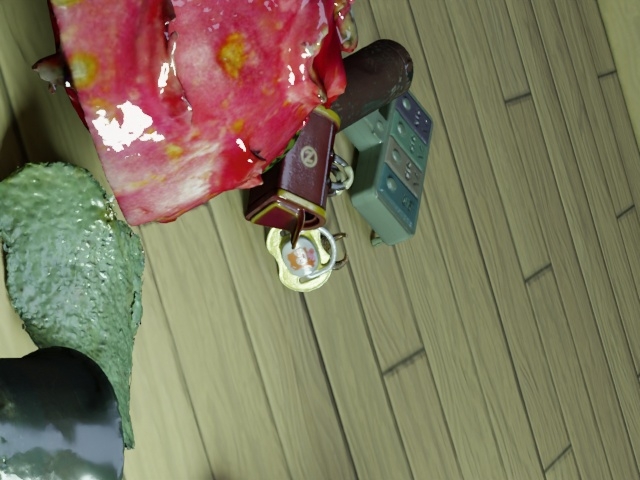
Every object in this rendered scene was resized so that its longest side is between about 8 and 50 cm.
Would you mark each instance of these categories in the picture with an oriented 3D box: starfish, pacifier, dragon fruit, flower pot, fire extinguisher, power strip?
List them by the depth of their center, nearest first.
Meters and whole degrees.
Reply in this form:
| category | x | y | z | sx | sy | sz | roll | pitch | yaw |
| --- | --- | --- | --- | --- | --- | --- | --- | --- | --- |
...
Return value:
| category | x | y | z | sx | sy | sz | roll | pitch | yaw |
| --- | --- | --- | --- | --- | --- | --- | --- | --- | --- |
| flower pot | -0.225 | 0.146 | 1.176 | 0.107 | 0.157 | 0.157 | 12 | 65 | -48 |
| dragon fruit | -0.103 | -0.209 | 1.411 | 0.371 | 0.249 | 0.386 | -104 | -179 | -66 |
| pacifier | -0.019 | 0.009 | 1.780 | 0.064 | 0.068 | 0.083 | -115 | -178 | -75 |
| starfish | 0.000 | 0.000 | 1.854 | 0.091 | 0.028 | 0.078 | 50 | 29 | -38 |
| fire extinguisher | 0.017 | -0.146 | 1.882 | 0.089 | 0.072 | 0.267 | 57 | 38 | -1 |
| power strip | 0.066 | -0.113 | 2.034 | 0.145 | 0.061 | 0.216 | 50 | 34 | -31 |

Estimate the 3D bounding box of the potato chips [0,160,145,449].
| category | x | y | z | sx | sy | sz | roll | pitch | yaw |
| --- | --- | --- | --- | --- | --- | --- | --- | --- | --- |
| potato chips | -0.193 | 0.049 | 1.391 | 0.228 | 0.059 | 0.167 | 58 | 39 | -32 |

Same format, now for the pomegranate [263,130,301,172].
| category | x | y | z | sx | sy | sz | roll | pitch | yaw |
| --- | --- | --- | --- | --- | --- | --- | --- | --- | --- |
| pomegranate | -0.078 | -0.122 | 1.675 | 0.161 | 0.122 | 0.122 | -134 | -153 | -84 |

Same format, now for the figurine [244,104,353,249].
| category | x | y | z | sx | sy | sz | roll | pitch | yaw |
| --- | --- | --- | --- | --- | --- | --- | --- | --- | --- |
| figurine | -0.016 | -0.061 | 1.737 | 0.098 | 0.082 | 0.154 | 16 | 67 | -24 |
